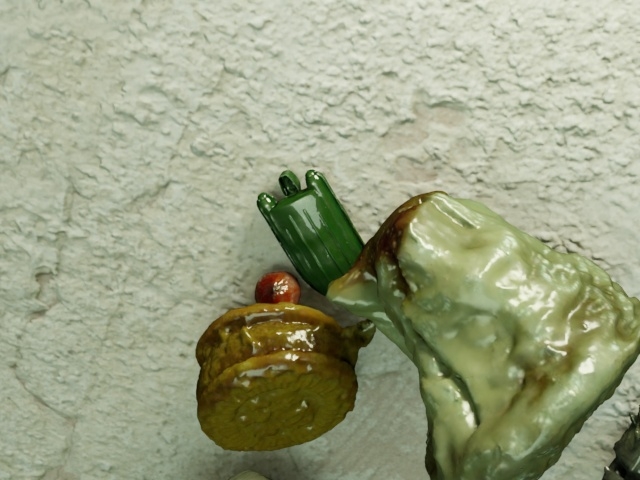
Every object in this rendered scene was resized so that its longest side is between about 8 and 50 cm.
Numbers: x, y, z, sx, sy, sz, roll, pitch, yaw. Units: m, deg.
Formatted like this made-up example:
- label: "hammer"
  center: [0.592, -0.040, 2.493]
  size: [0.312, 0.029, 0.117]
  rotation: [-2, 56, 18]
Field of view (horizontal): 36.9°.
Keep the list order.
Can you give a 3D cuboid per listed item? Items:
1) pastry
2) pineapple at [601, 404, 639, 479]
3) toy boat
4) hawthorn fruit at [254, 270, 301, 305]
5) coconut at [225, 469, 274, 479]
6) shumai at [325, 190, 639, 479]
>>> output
- label: "pastry"
  center: [-0.055, 0.197, 1.311]
  size: [0.235, 0.132, 0.240]
  rotation: [9, 141, -14]
- label: "pineapple"
  center: [0.504, 0.391, 1.343]
  size: [0.223, 0.223, 0.357]
  rotation: [-34, 90, 22]
- label: "toy boat"
  center: [0.000, 0.000, 1.280]
  size: [0.104, 0.052, 0.210]
  rotation: [-26, 112, 16]
- label: "hawthorn fruit"
  center: [-0.062, 0.069, 1.298]
  size: [0.066, 0.103, 0.067]
  rotation: [-2, 75, 9]
- label: "coconut"
  center: [-0.100, 0.471, 1.431]
  size: [0.237, 0.265, 0.238]
  rotation: [24, 127, 37]
- label: "shumai"
  center: [0.179, 0.103, 1.154]
  size: [0.323, 0.397, 0.324]
  rotation: [45, 111, 4]
